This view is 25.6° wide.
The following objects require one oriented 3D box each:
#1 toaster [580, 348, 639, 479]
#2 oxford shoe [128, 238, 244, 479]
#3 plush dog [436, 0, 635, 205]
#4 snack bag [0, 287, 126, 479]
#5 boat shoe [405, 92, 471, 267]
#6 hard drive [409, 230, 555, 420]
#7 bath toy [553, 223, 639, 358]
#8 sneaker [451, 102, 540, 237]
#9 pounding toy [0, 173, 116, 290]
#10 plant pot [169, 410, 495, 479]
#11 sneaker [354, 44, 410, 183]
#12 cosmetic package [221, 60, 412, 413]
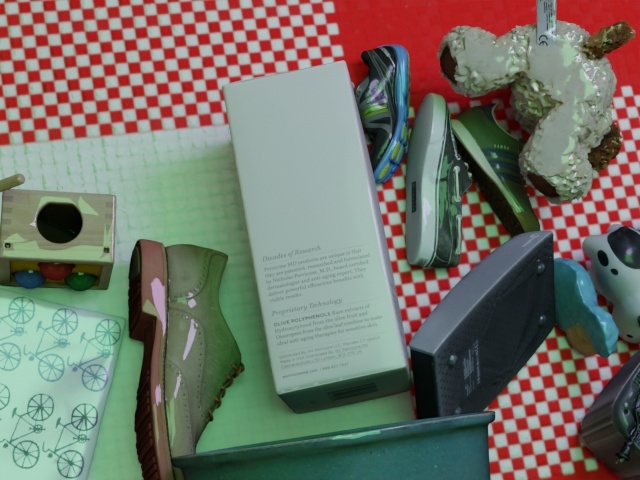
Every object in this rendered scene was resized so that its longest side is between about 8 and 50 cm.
[{"bbox_3d":[0.411,0.205,1.705,0.129,0.146,0.227,42,69,3],"label":"toaster"},{"bbox_3d":[-0.145,0.164,1.612,0.130,0.123,0.348,1,74,-18],"label":"oxford shoe"},{"bbox_3d":[0.298,-0.194,1.766,0.211,0.225,0.262,-40,83,9],"label":"plush dog"},{"bbox_3d":[-0.420,0.197,1.586,0.343,0.037,0.323,15,71,-7],"label":"snack bag"},{"bbox_3d":[0.150,-0.074,1.771,0.070,0.078,0.219,5,86,-17],"label":"boat shoe"},{"bbox_3d":[0.194,0.110,1.667,0.054,0.172,0.255,21,46,33],"label":"hard drive"},{"bbox_3d":[0.461,0.026,1.782,0.348,0.129,0.151,-28,115,-18],"label":"bath toy"},{"bbox_3d":[0.242,-0.094,1.801,0.086,0.064,0.192,-32,79,-14],"label":"sneaker"},{"bbox_3d":[-0.336,-0.004,1.587,0.206,0.181,0.094,3,73,-11],"label":"pounding toy"},{"bbox_3d":[0.038,0.362,1.448,0.341,0.341,0.334,-7,82,-14],"label":"plant pot"},{"bbox_3d":[0.073,-0.160,1.794,0.078,0.067,0.188,1,74,10],"label":"sneaker"},{"bbox_3d":[0.000,0.000,1.639,0.155,0.197,0.365,-13,74,3],"label":"cosmetic package"}]
